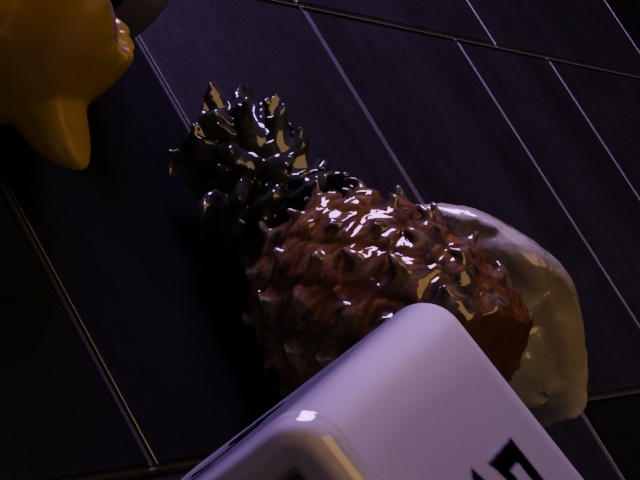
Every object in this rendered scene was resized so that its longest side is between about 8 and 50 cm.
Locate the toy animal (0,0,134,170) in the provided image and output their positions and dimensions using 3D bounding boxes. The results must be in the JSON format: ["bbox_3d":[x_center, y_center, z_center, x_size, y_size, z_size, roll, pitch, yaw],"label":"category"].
[{"bbox_3d":[-0.201,-0.142,1.052,0.230,0.156,0.156,39,26,-46],"label":"toy animal"}]

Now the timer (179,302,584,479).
[{"bbox_3d":[0.016,0.173,0.910,0.194,0.192,0.195,52,25,2],"label":"timer"}]

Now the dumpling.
[{"bbox_3d":[0.111,0.055,1.306,0.199,0.136,0.118,58,17,-9],"label":"dumpling"}]

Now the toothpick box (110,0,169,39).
[{"bbox_3d":[-0.180,-0.209,1.198,0.181,0.111,0.111,33,31,-37],"label":"toothpick box"}]

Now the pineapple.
[{"bbox_3d":[0.000,0.000,1.189,0.278,0.158,0.158,49,22,28],"label":"pineapple"}]
